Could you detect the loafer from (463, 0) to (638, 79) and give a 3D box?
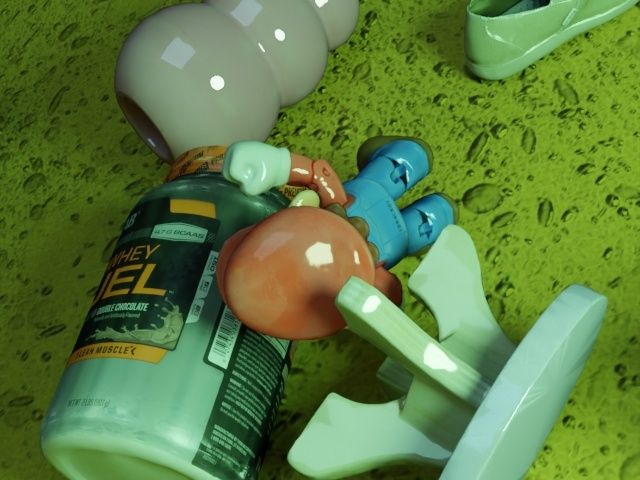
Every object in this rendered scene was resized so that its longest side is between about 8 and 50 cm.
[{"bbox_3d":[0.275,-0.287,1.217,0.268,0.092,0.102,-37,46,-2],"label":"loafer"}]

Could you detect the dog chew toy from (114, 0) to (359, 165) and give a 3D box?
[{"bbox_3d":[-0.087,-0.235,1.312,0.332,0.207,0.206,-41,45,-16],"label":"dog chew toy"}]

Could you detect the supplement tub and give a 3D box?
[{"bbox_3d":[-0.124,0.085,1.061,0.207,0.207,0.338,-3,53,27],"label":"supplement tub"}]

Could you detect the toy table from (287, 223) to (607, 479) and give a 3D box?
[{"bbox_3d":[0.103,0.126,0.895,0.160,0.252,0.274,29,63,25],"label":"toy table"}]

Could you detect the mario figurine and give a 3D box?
[{"bbox_3d":[0.000,0.000,1.007,0.198,0.170,0.320,36,32,15],"label":"mario figurine"}]
